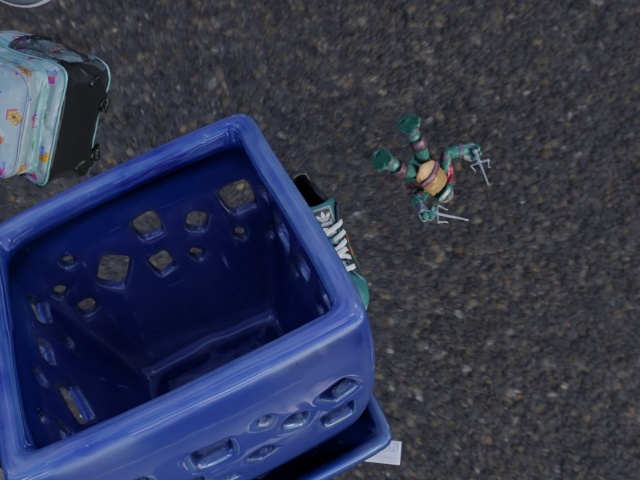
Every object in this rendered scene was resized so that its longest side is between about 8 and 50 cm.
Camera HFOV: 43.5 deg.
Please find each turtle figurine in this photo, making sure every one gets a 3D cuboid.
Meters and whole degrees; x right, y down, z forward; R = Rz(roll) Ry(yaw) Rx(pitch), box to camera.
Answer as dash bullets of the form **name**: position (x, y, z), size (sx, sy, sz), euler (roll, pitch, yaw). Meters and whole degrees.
- **turtle figurine**: position (0.199, -0.117, 1.451), size (0.234, 0.118, 0.175), euler (36, 74, -37)

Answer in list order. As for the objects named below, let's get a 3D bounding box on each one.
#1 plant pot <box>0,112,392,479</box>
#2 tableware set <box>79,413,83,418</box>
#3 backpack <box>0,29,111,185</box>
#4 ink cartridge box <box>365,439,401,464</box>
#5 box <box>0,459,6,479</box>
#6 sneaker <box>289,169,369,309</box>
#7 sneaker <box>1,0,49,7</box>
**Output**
- **plant pot**: position (-0.090, 0.082, 0.605), size (0.236, 0.236, 0.212), euler (-27, 137, -3)
- **tableware set**: position (-0.410, 0.341, 1.502), size (0.024, 0.154, 0.104), euler (-33, 135, 2)
- **backpack**: position (-0.367, -0.166, 0.961), size (0.188, 0.144, 0.166), euler (30, 117, 25)
- **ink cartridge box**: position (0.041, 0.387, 1.507), size (0.207, 0.097, 0.046), euler (8, 76, -4)
- **box**: position (-0.394, 0.274, 0.622), size (0.294, 0.183, 0.296), euler (-49, 114, -15)
- **sneaker**: position (0.000, 0.000, 1.466), size (0.108, 0.121, 0.302), euler (-18, 56, -22)
- **sneaker**: position (-0.249, -0.291, 0.556), size (0.124, 0.178, 0.295), euler (-4, 123, 0)
